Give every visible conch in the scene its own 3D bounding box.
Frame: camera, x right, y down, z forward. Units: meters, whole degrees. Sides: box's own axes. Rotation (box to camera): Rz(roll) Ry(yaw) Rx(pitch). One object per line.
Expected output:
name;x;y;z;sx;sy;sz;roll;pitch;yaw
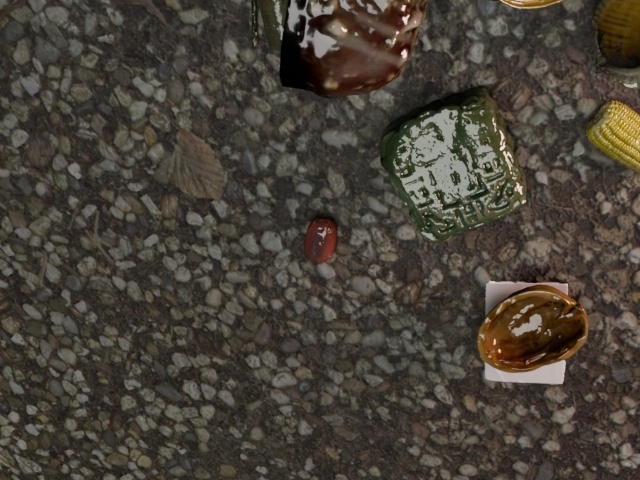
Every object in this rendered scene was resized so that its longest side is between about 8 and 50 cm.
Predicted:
conch;0.510;-0.318;1.479;0.178;0.163;0.245;-5;87;-3

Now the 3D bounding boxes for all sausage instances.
sausage;0.000;0.000;1.809;0.059;0.054;0.094;14;119;4

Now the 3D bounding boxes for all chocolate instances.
chocolate;0.068;-0.383;1.491;0.210;0.225;0.340;11;101;1

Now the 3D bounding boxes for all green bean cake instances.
green bean cake;0.224;-0.130;1.657;0.222;0.125;0.227;-22;106;21

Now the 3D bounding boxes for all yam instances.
yam;-0.072;-0.397;1.605;0.068;0.068;0.169;-8;115;16

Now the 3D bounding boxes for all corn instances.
corn;0.526;-0.163;1.606;0.165;0.063;0.085;29;96;-6

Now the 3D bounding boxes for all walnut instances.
walnut;0.386;0.150;1.781;0.211;0.087;0.167;-27;113;22

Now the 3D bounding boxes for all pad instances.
pad;0.393;0.178;1.848;0.156;0.004;0.232;2;118;12

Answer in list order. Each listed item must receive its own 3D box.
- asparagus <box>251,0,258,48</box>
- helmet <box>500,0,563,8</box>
asparagus;-0.115;-0.407;1.640;0.016;0.016;0.163;-9;119;-13
helmet;0.269;-0.450;1.459;0.140;0.256;0.205;12;100;53
